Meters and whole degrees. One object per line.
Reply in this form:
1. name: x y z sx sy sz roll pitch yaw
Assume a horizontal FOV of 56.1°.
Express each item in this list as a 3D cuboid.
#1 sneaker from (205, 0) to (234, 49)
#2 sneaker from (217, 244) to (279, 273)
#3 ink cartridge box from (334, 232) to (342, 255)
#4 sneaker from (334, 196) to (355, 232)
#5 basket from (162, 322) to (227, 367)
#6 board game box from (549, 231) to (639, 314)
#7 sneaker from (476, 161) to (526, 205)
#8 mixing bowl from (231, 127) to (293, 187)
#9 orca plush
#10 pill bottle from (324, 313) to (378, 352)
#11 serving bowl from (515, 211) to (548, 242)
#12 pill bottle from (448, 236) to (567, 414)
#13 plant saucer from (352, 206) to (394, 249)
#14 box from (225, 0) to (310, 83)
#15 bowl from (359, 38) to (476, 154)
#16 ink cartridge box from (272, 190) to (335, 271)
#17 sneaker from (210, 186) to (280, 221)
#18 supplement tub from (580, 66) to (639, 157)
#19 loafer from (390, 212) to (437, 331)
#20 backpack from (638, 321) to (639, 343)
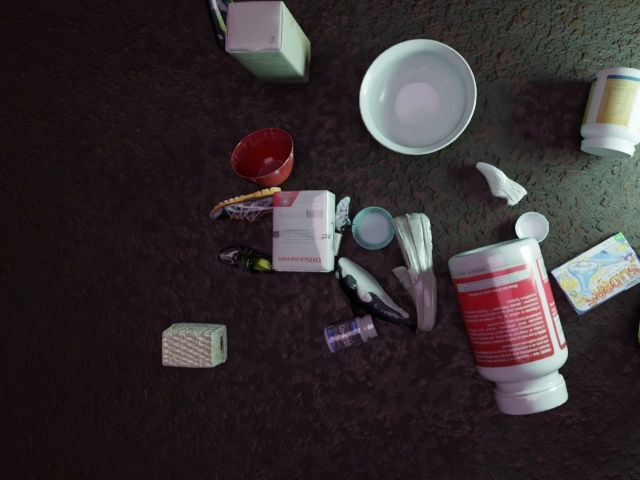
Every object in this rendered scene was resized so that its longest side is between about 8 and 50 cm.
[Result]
1. sneaker: -0.270 -0.655 1.725 0.097 0.084 0.234 -14 89 -14
2. sneaker: -0.203 0.055 1.707 0.188 0.078 0.067 13 93 10
3. ink cartridge box: 0.000 0.000 1.696 0.115 0.029 0.062 13 93 15
4. sneaker: 0.072 -0.067 1.673 0.069 0.038 0.098 36 106 26
5. basket: -0.363 0.301 1.725 0.167 0.103 0.113 0 92 9
6. board game box: 0.726 0.087 1.571 0.201 0.035 0.136 -33 85 9
7. sneaker: 0.472 -0.153 1.603 0.152 0.054 0.061 39 99 7
8. mixing bowl: -0.147 -0.214 1.669 0.182 0.098 0.181 -9 54 13
9. orca plush: 0.133 0.169 1.625 0.287 0.151 0.102 35 114 17
10. pill bottle: 0.086 0.254 1.661 0.137 0.078 0.078 -21 87 9
11. serving bowl: 0.561 -0.034 1.601 0.084 0.027 0.083 0 91 9
12. pill bottle: 0.482 0.212 1.517 0.229 0.229 0.407 -15 88 10
13. plant saucer: 0.148 -0.034 1.675 0.120 0.021 0.119 0 91 10
14. box: -0.127 -0.507 1.570 0.148 0.311 0.121 3 91 10
15. bowl: 0.256 -0.368 1.596 0.298 0.134 0.297 0 91 9
16. ink cartridge box: -0.044 -0.023 1.645 0.159 0.092 0.217 1 88 15
17. sneaker: -0.210 -0.088 1.707 0.215 0.084 0.083 -15 93 9
18. supplement tub: 0.741 -0.318 1.508 0.145 0.144 0.199 13 93 9
19. loafer: 0.250 0.086 1.616 0.112 0.112 0.319 -6 81 5
20. backpack: 0.943 0.174 1.445 0.290 0.273 0.355 37 75 5
